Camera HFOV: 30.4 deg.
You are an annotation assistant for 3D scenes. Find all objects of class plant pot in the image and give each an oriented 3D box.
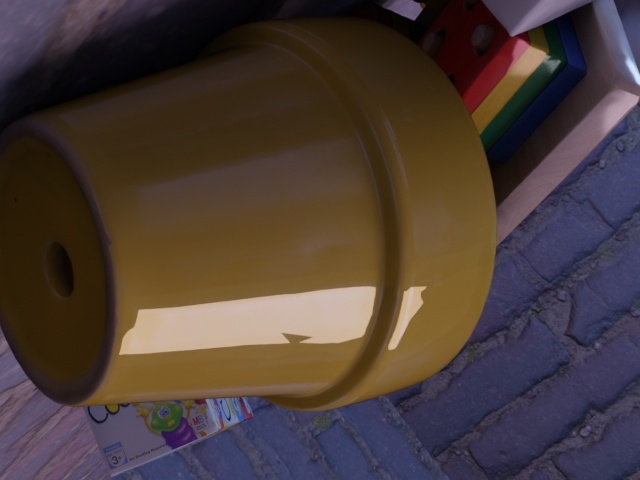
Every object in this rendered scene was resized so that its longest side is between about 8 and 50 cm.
[{"bbox_3d":[-0.063,-0.005,0.719,0.239,0.254,0.254,-13,158,-38],"label":"plant pot"}]

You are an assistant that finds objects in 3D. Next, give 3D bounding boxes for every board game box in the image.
[{"bbox_3d":[-0.193,0.194,1.488,0.144,0.142,0.275,-24,173,3],"label":"board game box"}]

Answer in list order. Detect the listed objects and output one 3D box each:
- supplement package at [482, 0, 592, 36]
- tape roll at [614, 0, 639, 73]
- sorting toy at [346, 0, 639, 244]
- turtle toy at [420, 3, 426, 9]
[{"bbox_3d":[0.187,-0.266,0.645,0.204,0.145,0.262,-30,168,-49],"label":"supplement package"},{"bbox_3d":[0.333,-0.226,1.468,0.219,0.072,0.219,-54,-162,27],"label":"tape roll"},{"bbox_3d":[0.086,-0.117,0.842,0.255,0.089,0.257,-50,-149,39],"label":"sorting toy"},{"bbox_3d":[0.143,-0.224,0.990,0.130,0.066,0.095,-38,173,-8],"label":"turtle toy"}]
